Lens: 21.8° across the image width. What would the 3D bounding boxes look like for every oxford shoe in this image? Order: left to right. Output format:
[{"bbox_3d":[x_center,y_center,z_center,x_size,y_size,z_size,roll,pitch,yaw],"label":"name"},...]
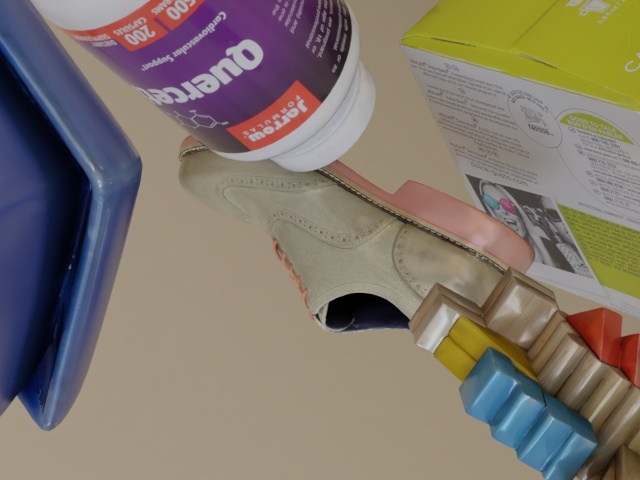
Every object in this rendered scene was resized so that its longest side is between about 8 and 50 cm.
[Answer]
[{"bbox_3d":[0.000,0.000,1.564,0.397,0.140,0.146,20,-102,37],"label":"oxford shoe"}]

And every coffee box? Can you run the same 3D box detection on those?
[{"bbox_3d":[0.352,-0.149,1.676,0.337,0.334,0.338,-43,-142,-18],"label":"coffee box"}]

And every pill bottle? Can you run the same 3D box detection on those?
[{"bbox_3d":[-0.088,-0.187,1.412,0.181,0.323,0.181,-20,-127,28],"label":"pill bottle"}]

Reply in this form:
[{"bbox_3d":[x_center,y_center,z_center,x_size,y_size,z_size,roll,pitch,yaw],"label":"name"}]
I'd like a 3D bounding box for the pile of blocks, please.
[{"bbox_3d":[0.213,0.128,1.202,0.112,0.362,0.149,-57,156,16],"label":"pile of blocks"}]

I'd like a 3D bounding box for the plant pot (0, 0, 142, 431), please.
[{"bbox_3d":[-0.220,-0.013,0.765,0.212,0.236,0.236,-21,151,-32],"label":"plant pot"}]
